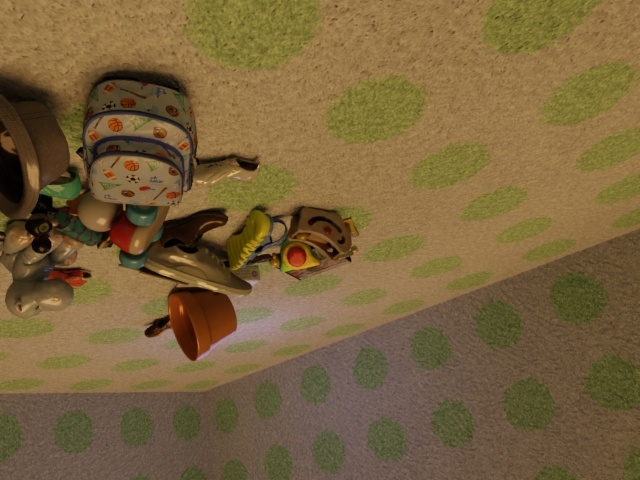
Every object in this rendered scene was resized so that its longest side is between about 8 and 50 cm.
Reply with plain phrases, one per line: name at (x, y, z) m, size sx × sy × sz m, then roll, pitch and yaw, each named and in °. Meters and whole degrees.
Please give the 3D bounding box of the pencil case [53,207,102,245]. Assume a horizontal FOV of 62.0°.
pencil case at (-0.689, -0.037, 1.517) m, size 0.065 × 0.070 × 0.151 m, roll 17°, pitch 164°, yaw 18°

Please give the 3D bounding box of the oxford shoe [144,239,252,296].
oxford shoe at (-0.394, 0.094, 1.832) m, size 0.169 × 0.130 × 0.449 m, roll 17°, pitch 173°, yaw 43°

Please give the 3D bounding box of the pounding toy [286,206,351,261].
pounding toy at (0.000, 0.000, 1.822) m, size 0.270 × 0.154 × 0.155 m, roll 11°, pitch 148°, yaw -33°

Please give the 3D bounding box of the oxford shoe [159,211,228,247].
oxford shoe at (-0.391, -0.025, 1.659) m, size 0.227 × 0.096 × 0.083 m, roll -17°, pitch 154°, yaw 6°

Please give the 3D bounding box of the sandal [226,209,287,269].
sandal at (-0.216, 0.011, 1.802) m, size 0.138 × 0.126 × 0.317 m, roll 1°, pitch 155°, yaw -36°

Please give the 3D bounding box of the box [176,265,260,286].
box at (-0.396, 0.139, 2.066) m, size 0.324 × 0.063 × 0.067 m, roll 1°, pitch 154°, yaw -29°

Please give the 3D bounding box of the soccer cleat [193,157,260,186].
soccer cleat at (-0.253, -0.188, 1.407) m, size 0.196 × 0.068 × 0.076 m, roll -7°, pitch 152°, yaw -30°

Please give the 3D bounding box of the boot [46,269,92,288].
boot at (-0.855, 0.121, 1.808) m, size 0.085 × 0.059 × 0.158 m, roll -24°, pitch 163°, yaw 18°

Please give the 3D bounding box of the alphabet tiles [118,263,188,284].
alphabet tiles at (-0.558, 0.113, 1.820) m, size 0.237 × 0.009 × 0.198 m, roll 15°, pitch 178°, yaw -5°

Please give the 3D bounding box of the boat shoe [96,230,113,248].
boat shoe at (-0.638, -0.015, 1.615) m, size 0.049 × 0.056 × 0.152 m, roll 0°, pitch 164°, yaw -37°

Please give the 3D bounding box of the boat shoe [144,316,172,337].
boat shoe at (-0.749, 0.397, 2.475) m, size 0.178 × 0.064 × 0.060 m, roll -25°, pitch 149°, yaw 12°

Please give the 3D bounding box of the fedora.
fedora at (-0.606, -0.185, 1.093) m, size 0.124 × 0.243 × 0.275 m, roll -31°, pitch 165°, yaw -45°

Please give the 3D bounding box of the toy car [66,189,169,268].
toy car at (-0.539, -0.084, 1.407) m, size 0.238 × 0.210 × 0.219 m, roll 23°, pitch 134°, yaw -7°

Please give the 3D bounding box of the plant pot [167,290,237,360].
plant pot at (-0.482, 0.330, 2.219) m, size 0.204 × 0.290 × 0.291 m, roll -17°, pitch 162°, yaw -32°

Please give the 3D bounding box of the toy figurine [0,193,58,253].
toy figurine at (-0.778, -0.048, 1.343) m, size 0.213 × 0.148 × 0.209 m, roll -1°, pitch 154°, yaw -26°

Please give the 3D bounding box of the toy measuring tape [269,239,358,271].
toy measuring tape at (-0.029, 0.031, 1.948) m, size 0.330 × 0.121 × 0.121 m, roll -13°, pitch 157°, yaw -4°

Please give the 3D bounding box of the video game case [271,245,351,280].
video game case at (-0.036, 0.079, 2.148) m, size 0.248 × 0.035 × 0.275 m, roll -20°, pitch 156°, yaw 17°

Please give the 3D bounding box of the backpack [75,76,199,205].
backpack at (-0.386, -0.206, 1.136) m, size 0.277 × 0.213 × 0.263 m, roll -1°, pitch 144°, yaw -18°

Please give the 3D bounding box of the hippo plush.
hippo plush at (-0.830, 0.093, 1.522) m, size 0.294 × 0.236 × 0.234 m, roll -6°, pitch 156°, yaw -16°

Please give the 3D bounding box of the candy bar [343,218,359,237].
candy bar at (0.112, -0.043, 1.970) m, size 0.040 × 0.018 × 0.161 m, roll -13°, pitch 157°, yaw 11°

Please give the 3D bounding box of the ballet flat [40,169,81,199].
ballet flat at (-0.693, -0.155, 1.255) m, size 0.247 × 0.083 × 0.087 m, roll 5°, pitch 127°, yaw -36°

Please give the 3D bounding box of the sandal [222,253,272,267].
sandal at (-0.270, 0.061, 1.945) m, size 0.219 × 0.060 × 0.090 m, roll -12°, pitch 177°, yaw 40°
